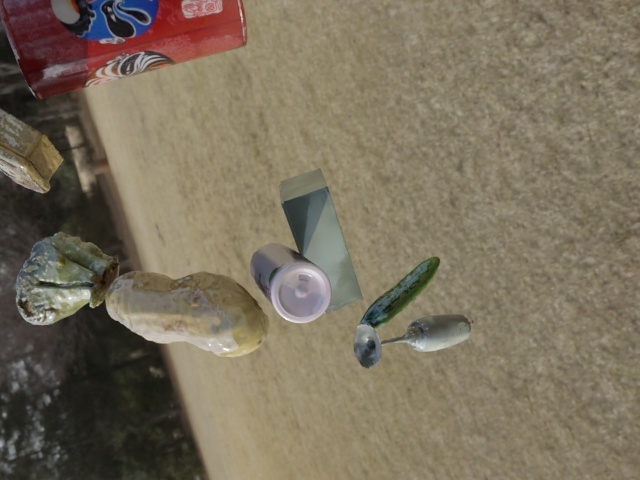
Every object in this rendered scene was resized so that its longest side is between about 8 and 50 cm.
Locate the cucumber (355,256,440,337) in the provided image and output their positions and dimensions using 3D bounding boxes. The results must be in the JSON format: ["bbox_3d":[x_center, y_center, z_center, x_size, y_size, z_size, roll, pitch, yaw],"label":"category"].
[{"bbox_3d":[0.163,0.123,1.581,0.056,0.250,0.056,49,170,12],"label":"cucumber"}]

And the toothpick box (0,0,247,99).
[{"bbox_3d":[-0.300,-0.355,1.137,0.204,0.333,0.204,162,90,-80],"label":"toothpick box"}]

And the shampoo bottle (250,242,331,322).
[{"bbox_3d":[-0.060,0.057,1.203,0.303,0.092,0.092,-152,49,-75],"label":"shampoo bottle"}]

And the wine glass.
[{"bbox_3d":[0.167,0.163,1.270,0.074,0.262,0.074,4,95,47],"label":"wine glass"}]

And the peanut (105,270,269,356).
[{"bbox_3d":[-0.216,0.109,1.180,0.130,0.290,0.130,6,-90,-69],"label":"peanut"}]

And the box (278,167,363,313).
[{"bbox_3d":[0.000,0.000,1.347,0.129,0.086,0.225,-106,-3,-69],"label":"box"}]

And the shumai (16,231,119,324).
[{"bbox_3d":[-0.446,0.089,1.346,0.142,0.184,0.184,26,141,20],"label":"shumai"}]

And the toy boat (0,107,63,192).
[{"bbox_3d":[-0.430,-0.125,1.054,0.116,0.061,0.188,29,167,-3],"label":"toy boat"}]
